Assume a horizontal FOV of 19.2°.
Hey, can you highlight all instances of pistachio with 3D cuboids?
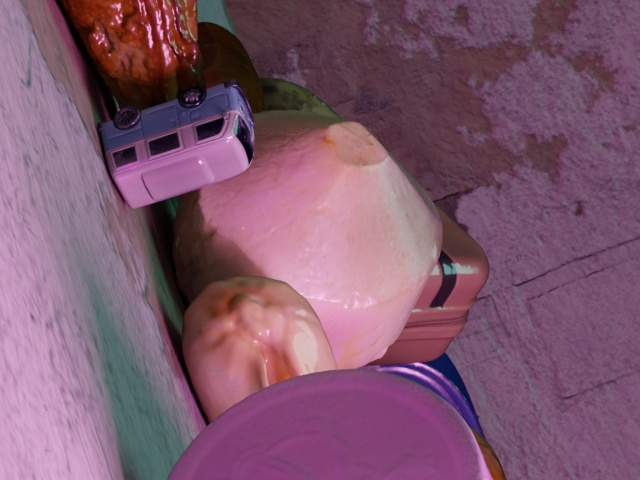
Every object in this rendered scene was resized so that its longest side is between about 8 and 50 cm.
[{"bbox_3d":[-0.044,0.118,1.565,0.145,0.117,0.200,34,-31,58],"label":"pistachio"}]

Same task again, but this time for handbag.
[{"bbox_3d":[0.000,0.000,1.988,0.283,0.149,0.302,-8,46,-50],"label":"handbag"}]

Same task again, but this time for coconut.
[{"bbox_3d":[-0.013,-0.004,1.730,0.259,0.259,0.259,-20,90,-87],"label":"coconut"}]

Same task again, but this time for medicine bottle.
[{"bbox_3d":[0.039,0.258,1.196,0.325,0.212,0.212,68,3,-45],"label":"medicine bottle"}]

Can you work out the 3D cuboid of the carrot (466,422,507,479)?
[{"bbox_3d":[0.077,0.288,1.616,0.340,0.224,0.224,-106,175,-64],"label":"carrot"}]

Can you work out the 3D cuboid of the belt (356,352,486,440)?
[{"bbox_3d":[0.090,0.266,2.128,0.117,0.212,0.347,-100,173,-69],"label":"belt"}]

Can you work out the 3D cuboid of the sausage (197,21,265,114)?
[{"bbox_3d":[-0.116,-0.136,1.896,0.258,0.133,0.133,-107,176,-68],"label":"sausage"}]

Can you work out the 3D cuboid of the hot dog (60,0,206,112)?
[{"bbox_3d":[-0.164,-0.213,1.619,0.175,0.114,0.259,-107,177,-60],"label":"hot dog"}]

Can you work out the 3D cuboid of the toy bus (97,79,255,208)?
[{"bbox_3d":[-0.113,-0.076,1.547,0.060,0.123,0.075,66,8,-50],"label":"toy bus"}]

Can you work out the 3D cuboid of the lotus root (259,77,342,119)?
[{"bbox_3d":[-0.022,-0.085,2.515,0.309,0.173,0.173,47,5,-4],"label":"lotus root"}]
